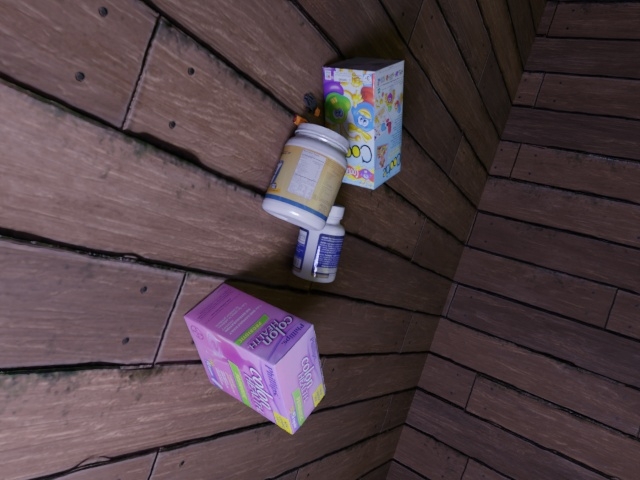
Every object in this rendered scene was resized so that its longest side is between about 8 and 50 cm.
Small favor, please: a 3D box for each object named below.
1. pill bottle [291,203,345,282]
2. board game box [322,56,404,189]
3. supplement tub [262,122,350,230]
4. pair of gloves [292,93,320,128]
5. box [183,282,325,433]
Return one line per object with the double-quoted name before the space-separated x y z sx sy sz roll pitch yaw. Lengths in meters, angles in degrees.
"pill bottle" 0.000 0.000 1.159 0.112 0.112 0.186 -2 108 -56
"board game box" 0.105 -0.287 1.146 0.144 0.142 0.275 -36 134 -43
"supplement tub" -0.027 -0.135 1.019 0.144 0.144 0.199 28 81 -58
"pair of gloves" -0.028 -0.284 1.069 0.074 0.010 0.083 35 75 -57
"box" -0.129 0.235 0.958 0.117 0.243 0.213 -43 139 -38
